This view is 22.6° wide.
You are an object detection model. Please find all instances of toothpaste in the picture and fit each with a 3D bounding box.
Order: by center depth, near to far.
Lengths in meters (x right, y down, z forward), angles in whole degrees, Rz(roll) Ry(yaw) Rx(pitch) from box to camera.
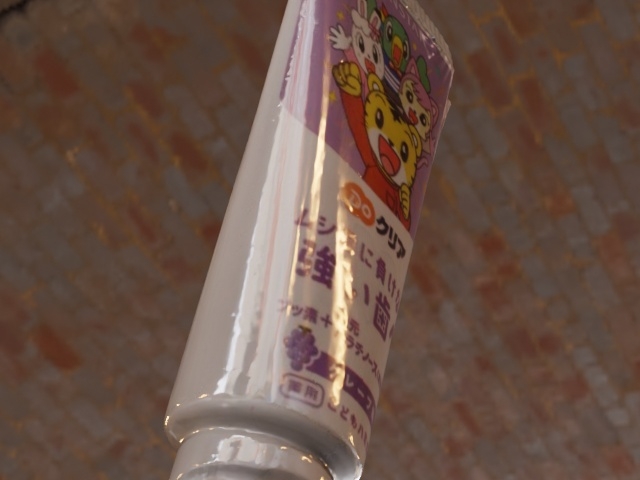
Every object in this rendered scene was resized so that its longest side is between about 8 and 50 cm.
[{"bbox_3d":[0.000,0.000,0.623,0.073,0.299,0.114,-12,-41,36],"label":"toothpaste"}]
